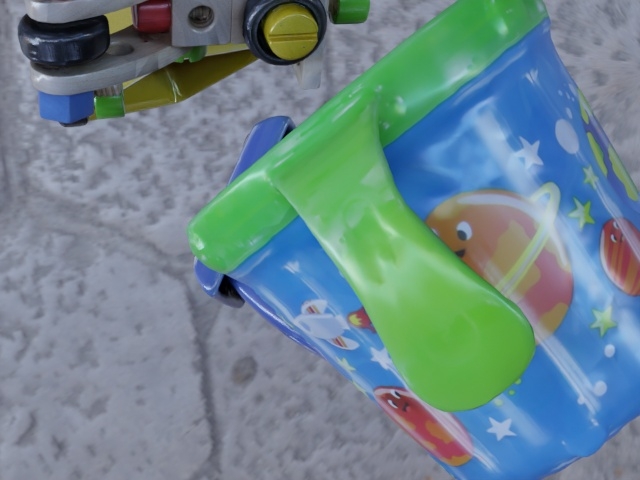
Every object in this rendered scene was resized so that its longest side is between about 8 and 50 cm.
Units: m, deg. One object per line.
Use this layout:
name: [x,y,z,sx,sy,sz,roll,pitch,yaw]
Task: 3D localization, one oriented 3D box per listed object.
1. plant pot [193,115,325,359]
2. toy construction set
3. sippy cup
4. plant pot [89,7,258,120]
plant pot: [0.000,0.000,1.368,0.212,0.236,0.236,23,86,8]
toy construction set: [-0.093,-0.231,0.900,0.237,0.257,0.309,-4,103,-7]
sippy cup: [0.083,0.008,0.705,0.224,0.305,0.240,51,140,-3]
plant pot: [-0.209,-0.276,1.545,0.212,0.212,0.187,-22,88,41]
